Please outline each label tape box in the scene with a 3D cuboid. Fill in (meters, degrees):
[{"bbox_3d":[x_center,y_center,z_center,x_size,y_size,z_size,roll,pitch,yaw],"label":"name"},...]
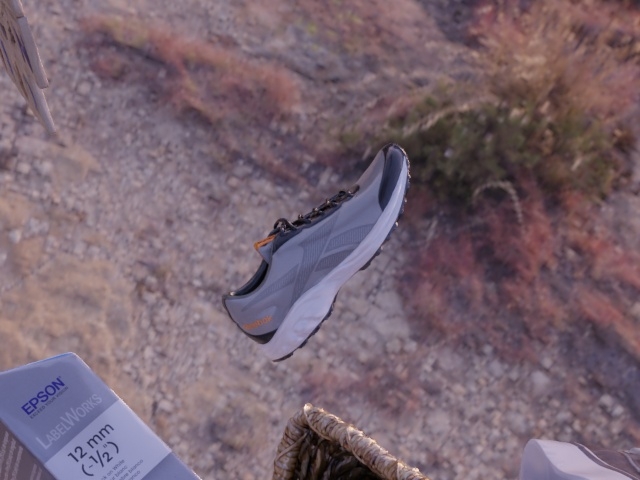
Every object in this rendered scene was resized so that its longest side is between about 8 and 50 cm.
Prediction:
[{"bbox_3d":[-0.266,0.235,1.279,0.347,0.249,0.115,45,58,10],"label":"label tape box"}]

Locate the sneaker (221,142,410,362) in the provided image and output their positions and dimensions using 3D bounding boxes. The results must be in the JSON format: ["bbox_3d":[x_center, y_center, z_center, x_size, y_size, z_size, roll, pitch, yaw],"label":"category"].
[{"bbox_3d":[0.000,0.000,1.322,0.108,0.271,0.100,39,-2,-10],"label":"sneaker"}]

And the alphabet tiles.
[{"bbox_3d":[-0.284,-0.247,1.004,0.011,0.285,0.342,-22,28,-15],"label":"alphabet tiles"}]

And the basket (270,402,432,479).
[{"bbox_3d":[0.055,0.305,0.968,0.223,0.213,0.299,46,-11,-36],"label":"basket"}]

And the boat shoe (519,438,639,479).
[{"bbox_3d":[0.194,0.179,0.698,0.102,0.301,0.108,-2,92,-3],"label":"boat shoe"}]
